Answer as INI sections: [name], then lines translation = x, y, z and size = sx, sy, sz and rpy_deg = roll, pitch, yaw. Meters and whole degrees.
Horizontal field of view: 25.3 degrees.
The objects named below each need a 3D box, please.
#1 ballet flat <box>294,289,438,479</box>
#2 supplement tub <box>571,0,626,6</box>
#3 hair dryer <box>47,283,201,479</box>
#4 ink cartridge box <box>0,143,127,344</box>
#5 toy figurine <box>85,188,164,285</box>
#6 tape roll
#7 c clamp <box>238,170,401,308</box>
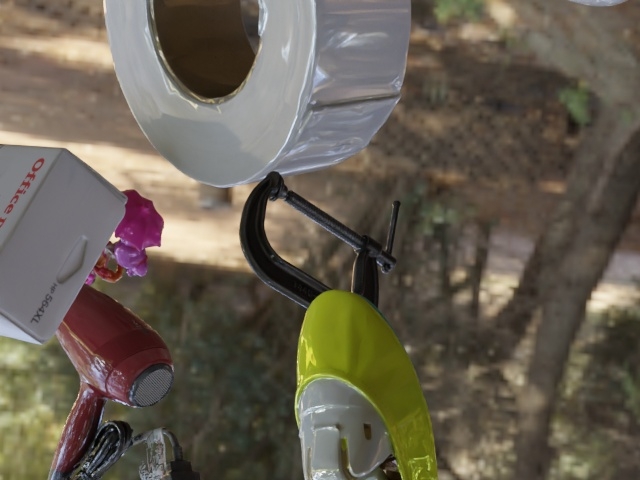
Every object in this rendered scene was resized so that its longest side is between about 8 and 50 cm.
[ballet flat]
translation = 0.028, 0.144, 0.809
size = 0.077, 0.231, 0.077
rpy_deg = -10, -171, 35
[supplement tub]
translation = 0.189, -0.303, 0.895
size = 0.191, 0.272, 0.191
rpy_deg = 36, 179, 1
[hair dryer]
translation = -0.233, 0.162, 1.407
size = 0.224, 0.293, 0.080
rpy_deg = -22, 163, 31
[ink cartridge box]
translation = -0.283, -0.004, 1.221
size = 0.203, 0.148, 0.086
rpy_deg = 5, 151, 45
[toy figurine]
translation = -0.253, -0.001, 1.663
size = 0.159, 0.173, 0.130
rpy_deg = 6, -154, 33
[tape roll]
translation = -0.057, -0.187, 1.144
size = 0.100, 0.286, 0.286
rpy_deg = -13, -169, -40
[c clamp]
translation = 0.000, 0.000, 1.080
size = 0.161, 0.137, 0.022
rpy_deg = 28, 141, -35
